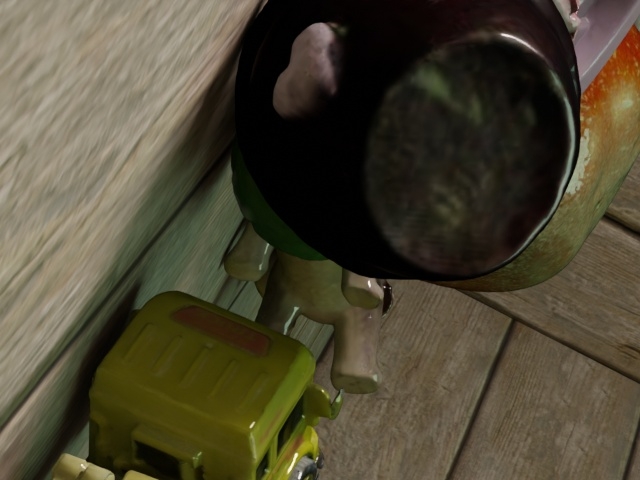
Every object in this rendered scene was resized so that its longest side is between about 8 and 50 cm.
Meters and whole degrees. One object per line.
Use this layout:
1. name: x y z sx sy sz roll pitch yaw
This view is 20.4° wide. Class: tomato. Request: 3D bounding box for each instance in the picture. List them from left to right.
1. tomato: 0.146 -0.099 1.503 0.303 0.239 0.303 -59 173 -13

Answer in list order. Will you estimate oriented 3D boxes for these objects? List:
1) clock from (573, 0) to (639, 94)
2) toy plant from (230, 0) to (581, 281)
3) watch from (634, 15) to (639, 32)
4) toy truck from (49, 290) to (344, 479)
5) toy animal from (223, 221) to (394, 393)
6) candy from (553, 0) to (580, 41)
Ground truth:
1. clock: 0.121 -0.165 1.170 0.295 0.113 0.322 -20 145 -55
2. toy plant: 0.035 -0.070 0.908 0.235 0.175 0.218 -123 -130 -65
3. watch: 0.222 -0.214 1.727 0.253 0.241 0.162 -64 174 17
4. toy truck: -0.096 0.143 0.871 0.272 0.124 0.157 -55 162 -40
5. toy animal: -0.002 0.016 1.324 0.233 0.121 0.169 84 15 -65
6. candy: 0.097 -0.127 1.015 0.043 0.103 0.103 -107 -146 -50
